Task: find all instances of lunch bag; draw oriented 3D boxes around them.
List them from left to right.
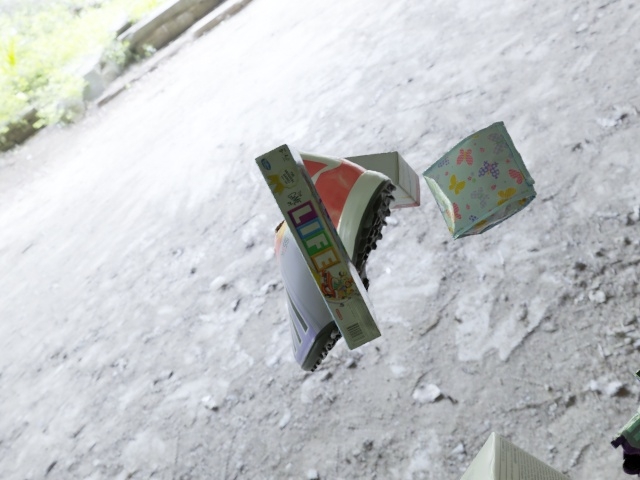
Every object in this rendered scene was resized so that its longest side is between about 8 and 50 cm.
[{"bbox_3d":[0.138,-0.049,0.544,0.053,0.071,0.083,-12,-20,-36],"label":"lunch bag"}]

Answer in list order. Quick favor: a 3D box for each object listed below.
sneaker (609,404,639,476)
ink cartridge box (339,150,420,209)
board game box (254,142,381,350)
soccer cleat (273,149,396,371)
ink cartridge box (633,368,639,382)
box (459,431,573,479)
[{"bbox_3d":[0.522,0.347,1.025,0.098,0.223,0.083,-38,27,1],"label":"sneaker"},{"bbox_3d":[0.120,-0.116,1.311,0.127,0.175,0.072,-4,78,21],"label":"ink cartridge box"},{"bbox_3d":[0.000,0.000,0.508,0.026,0.154,0.103,-26,6,4],"label":"board game box"},{"bbox_3d":[-0.005,0.032,0.762,0.116,0.318,0.108,27,47,14],"label":"soccer cleat"},{"bbox_3d":[0.348,0.078,0.467,0.207,0.046,0.097,-41,37,14],"label":"ink cartridge box"},{"bbox_3d":[0.311,0.384,0.772,0.121,0.311,0.148,-62,-11,16],"label":"box"}]
